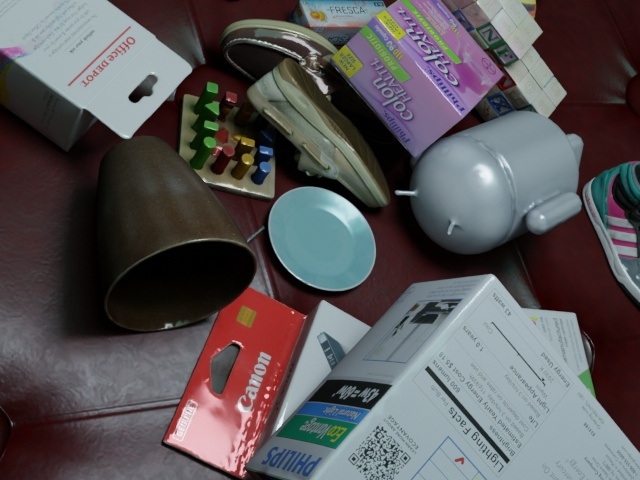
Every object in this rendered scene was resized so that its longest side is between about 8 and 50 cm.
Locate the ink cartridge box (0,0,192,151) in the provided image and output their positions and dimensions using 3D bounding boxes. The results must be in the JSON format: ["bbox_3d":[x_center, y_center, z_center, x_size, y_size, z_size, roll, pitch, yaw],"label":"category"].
[{"bbox_3d":[-0.394,-0.279,1.643,0.353,0.119,0.207,37,50,-2],"label":"ink cartridge box"}]

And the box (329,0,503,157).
[{"bbox_3d":[0.166,-0.289,1.829,0.213,0.117,0.243,49,36,-2],"label":"box"}]

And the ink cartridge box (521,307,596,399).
[{"bbox_3d":[0.272,0.213,1.697,0.278,0.117,0.201,6,59,-24],"label":"ink cartridge box"}]

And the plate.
[{"bbox_3d":[0.000,0.000,1.743,0.188,0.024,0.188,13,57,-21],"label":"plate"}]

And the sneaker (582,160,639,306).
[{"bbox_3d":[0.604,-0.022,1.976,0.123,0.178,0.296,-11,68,-33],"label":"sneaker"}]

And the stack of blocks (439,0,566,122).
[{"bbox_3d":[0.308,-0.340,1.963,0.297,0.171,0.087,50,60,-14],"label":"stack of blocks"}]

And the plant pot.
[{"bbox_3d":[-0.227,-0.027,1.539,0.215,0.215,0.230,-5,55,-30],"label":"plant pot"}]

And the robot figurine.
[{"bbox_3d":[0.292,-0.097,1.842,0.353,0.200,0.300,-22,36,-35],"label":"robot figurine"}]

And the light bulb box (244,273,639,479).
[{"bbox_3d":[0.165,0.295,1.420,0.361,0.225,0.358,-45,102,-21],"label":"light bulb box"}]

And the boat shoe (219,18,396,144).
[{"bbox_3d":[-0.013,-0.255,1.834,0.342,0.123,0.123,24,52,-21],"label":"boat shoe"}]

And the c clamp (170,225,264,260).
[{"bbox_3d":[-0.186,-0.025,1.664,0.160,0.022,0.137,41,58,0],"label":"c clamp"}]

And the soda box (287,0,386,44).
[{"bbox_3d":[0.037,-0.392,1.978,0.183,0.058,0.063,-6,65,-31],"label":"soda box"}]

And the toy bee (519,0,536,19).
[{"bbox_3d":[0.364,-0.549,2.182,0.195,0.162,0.298,-21,73,-34],"label":"toy bee"}]

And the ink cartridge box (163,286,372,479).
[{"bbox_3d":[-0.048,0.213,1.563,0.261,0.066,0.296,29,52,-11],"label":"ink cartridge box"}]

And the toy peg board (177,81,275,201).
[{"bbox_3d":[-0.136,-0.163,1.735,0.160,0.079,0.161,13,57,-21],"label":"toy peg board"}]

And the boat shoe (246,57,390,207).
[{"bbox_3d":[0.002,-0.156,1.776,0.302,0.098,0.109,47,21,-27],"label":"boat shoe"}]
